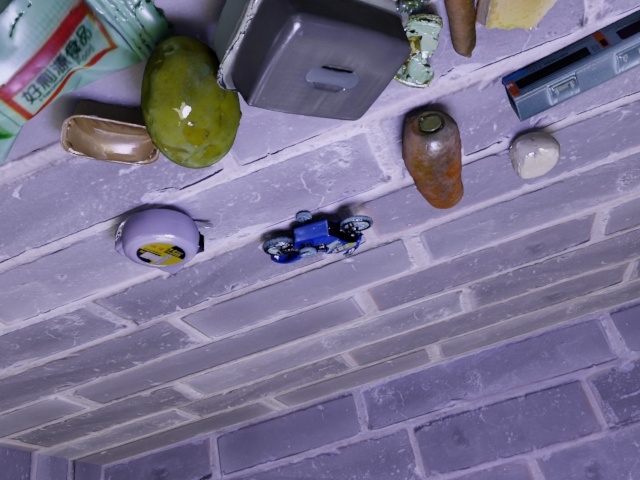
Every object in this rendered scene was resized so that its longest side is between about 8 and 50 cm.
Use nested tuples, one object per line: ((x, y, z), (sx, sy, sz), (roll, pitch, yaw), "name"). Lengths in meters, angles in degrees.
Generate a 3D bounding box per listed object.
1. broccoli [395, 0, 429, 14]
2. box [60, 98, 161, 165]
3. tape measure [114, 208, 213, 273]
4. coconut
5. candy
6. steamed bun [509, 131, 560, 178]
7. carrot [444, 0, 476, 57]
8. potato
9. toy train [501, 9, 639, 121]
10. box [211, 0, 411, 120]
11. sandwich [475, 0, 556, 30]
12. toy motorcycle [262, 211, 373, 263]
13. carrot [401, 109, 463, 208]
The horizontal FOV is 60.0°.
((0.114, -0.422, 0.793), (0.160, 0.154, 0.167), (-18, 145, -26), "broccoli")
((-0.381, -0.193, 1.021), (0.177, 0.111, 0.111), (4, 143, -27), "box")
((-0.373, -0.007, 1.319), (0.179, 0.105, 0.196), (-24, 146, 29), "tape measure")
((0.167, -0.357, 1.023), (0.133, 0.055, 0.158), (-2, 144, -16), "coconut")
((-0.438, -0.289, 0.839), (0.398, 0.172, 0.263), (-36, 157, -2), "candy")
((0.518, -0.214, 1.341), (0.113, 0.090, 0.130), (-16, 151, 12), "steamed bun")
((0.232, -0.426, 0.935), (0.070, 0.070, 0.342), (-19, 149, 8), "carrot")
((-0.225, -0.229, 0.954), (0.149, 0.186, 0.253), (26, 147, 19), "potato")
((0.584, -0.376, 1.126), (0.410, 0.089, 0.086), (-24, 141, 16), "toy train")
((-0.011, -0.311, 0.878), (0.291, 0.166, 0.220), (-4, 147, -39), "box")
((0.376, -0.440, 0.977), (0.193, 0.058, 0.162), (-16, 150, 0), "sandwich")
((0.000, 0.000, 1.462), (0.316, 0.113, 0.169), (-15, 158, 19), "toy motorcycle")
((0.266, -0.174, 1.275), (0.139, 0.138, 0.302), (-22, 147, 12), "carrot")
